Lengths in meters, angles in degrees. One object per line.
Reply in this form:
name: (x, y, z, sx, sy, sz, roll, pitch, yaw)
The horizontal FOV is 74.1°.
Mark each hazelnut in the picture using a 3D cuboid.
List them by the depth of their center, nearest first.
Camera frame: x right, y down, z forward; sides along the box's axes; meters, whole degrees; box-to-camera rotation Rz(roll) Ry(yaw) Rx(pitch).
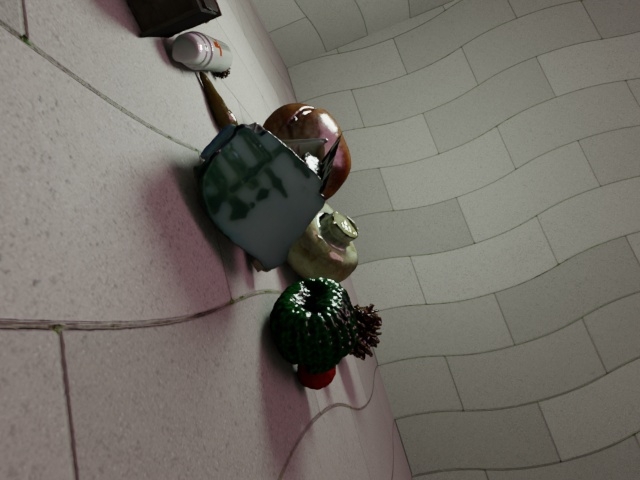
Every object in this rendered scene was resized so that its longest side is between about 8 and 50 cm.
hazelnut: (-0.059, -0.344, 1.695, 0.359, 0.360, 0.409, -92, 157, -63)

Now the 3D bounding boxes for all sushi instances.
sushi: (-0.092, -0.155, 1.310, 0.100, 0.373, 0.296, 29, 43, -14)

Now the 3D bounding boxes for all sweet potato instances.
sweet potato: (-0.305, -0.399, 1.303, 0.249, 0.060, 0.069, 64, -9, -21)

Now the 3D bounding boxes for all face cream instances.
face cream: (-0.341, -0.548, 1.238, 0.345, 0.102, 0.101, -89, 159, -70)

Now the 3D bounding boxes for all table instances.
table: (-0.354, -0.591, 0.994, 0.193, 0.173, 0.169, -91, 160, -65)

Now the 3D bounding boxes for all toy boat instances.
toy boat: (-0.131, -0.266, 1.469, 0.276, 0.294, 0.111, 95, 22, -52)

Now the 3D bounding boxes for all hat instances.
hat: (-0.003, 0.290, 1.202, 0.274, 0.243, 0.331, -63, 148, -61)

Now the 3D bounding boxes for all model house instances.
model house: (-0.187, -0.142, 1.089, 0.295, 0.251, 0.329, 40, 0, -29)

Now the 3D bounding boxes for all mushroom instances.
mushroom: (0.000, 0.000, 1.578, 0.352, 0.260, 0.352, 35, 32, -26)

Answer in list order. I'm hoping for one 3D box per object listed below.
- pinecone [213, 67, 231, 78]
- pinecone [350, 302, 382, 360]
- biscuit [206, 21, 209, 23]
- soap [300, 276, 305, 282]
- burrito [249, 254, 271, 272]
pinecone: (-0.338, -0.596, 1.446, 0.077, 0.077, 0.083, -86, 166, -68)
pinecone: (0.166, 0.411, 1.934, 0.243, 0.244, 0.257, -78, -171, -74)
biscuit: (-0.445, -0.850, 1.451, 0.224, 0.033, 0.144, -10, 81, -82)
soap: (-0.019, 0.158, 1.762, 0.273, 0.098, 0.217, -97, 165, -56)
burrito: (-0.176, -0.010, 1.208, 0.087, 0.061, 0.225, 120, -35, -48)
